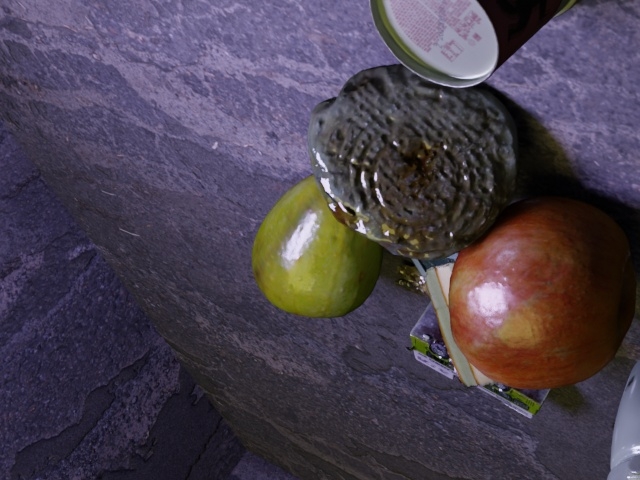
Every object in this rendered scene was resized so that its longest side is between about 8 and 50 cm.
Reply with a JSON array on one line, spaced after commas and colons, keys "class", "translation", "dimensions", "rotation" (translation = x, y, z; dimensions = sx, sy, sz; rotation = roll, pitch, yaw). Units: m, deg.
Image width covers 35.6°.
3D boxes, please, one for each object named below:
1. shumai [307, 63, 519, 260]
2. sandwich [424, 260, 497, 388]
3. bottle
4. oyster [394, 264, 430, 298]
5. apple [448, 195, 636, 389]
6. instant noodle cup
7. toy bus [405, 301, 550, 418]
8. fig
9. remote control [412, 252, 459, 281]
[{"class": "shumai", "translation": [0.145, -0.119, 1.580], "dimensions": [0.263, 0.304, 0.309], "rotation": [60, -173, -87]}, {"class": "sandwich", "translation": [0.326, 0.122, 1.778], "dimensions": [0.155, 0.198, 0.227], "rotation": [-23, 86, 61]}, {"class": "bottle", "translation": [0.564, 0.352, 1.584], "dimensions": [0.229, 0.351, 0.229], "rotation": [17, 132, 20]}, {"class": "oyster", "translation": [0.228, 0.110, 2.014], "dimensions": [0.200, 0.061, 0.106], "rotation": [16, 146, 40]}, {"class": "apple", "translation": [0.352, 0.080, 1.522], "dimensions": [0.301, 0.301, 0.301], "rotation": [31, 155, 16]}, {"class": "instant noodle cup", "translation": [0.179, -0.311, 1.207], "dimensions": [0.235, 0.178, 0.235], "rotation": [30, 152, 18]}, {"class": "toy bus", "translation": [0.333, 0.250, 2.062], "dimensions": [0.302, 0.113, 0.139], "rotation": [28, 158, 19]}, {"class": "fig", "translation": [0.000, 0.000, 1.919], "dimensions": [0.258, 0.258, 0.326], "rotation": [31, 138, 17]}, {"class": "remote control", "translation": [0.189, -0.031, 1.837], "dimensions": [0.145, 0.050, 0.344], "rotation": [8, 142, 48]}]
